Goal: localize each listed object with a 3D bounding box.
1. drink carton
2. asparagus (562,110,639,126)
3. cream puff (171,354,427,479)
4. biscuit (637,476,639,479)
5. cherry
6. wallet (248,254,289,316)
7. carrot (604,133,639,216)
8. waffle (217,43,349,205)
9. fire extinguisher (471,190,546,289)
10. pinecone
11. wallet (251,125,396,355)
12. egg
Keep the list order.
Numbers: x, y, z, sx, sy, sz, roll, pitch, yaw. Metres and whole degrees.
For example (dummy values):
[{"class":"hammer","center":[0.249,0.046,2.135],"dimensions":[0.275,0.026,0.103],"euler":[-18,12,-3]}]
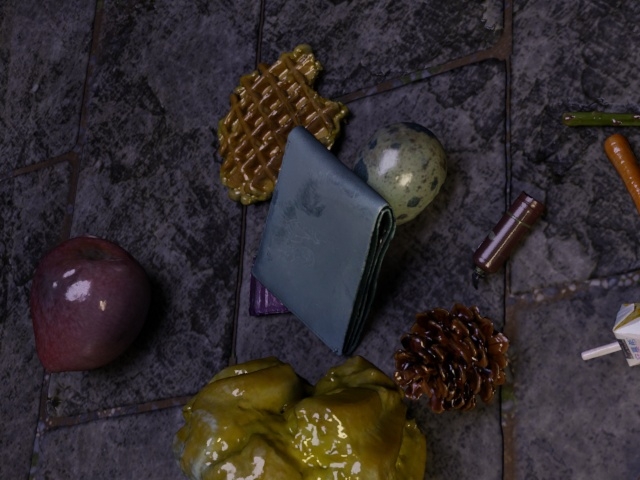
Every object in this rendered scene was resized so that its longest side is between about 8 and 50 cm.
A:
[{"class":"drink carton","center":[0.440,0.119,1.715],"dimensions":[0.200,0.084,0.074],"euler":[-12,31,35]},{"class":"asparagus","center":[0.456,-0.171,1.880],"dimensions":[0.248,0.024,0.025],"euler":[8,118,41]},{"class":"cream puff","center":[-0.015,0.283,1.862],"dimensions":[0.378,0.378,0.276],"euler":[32,91,44]},{"class":"biscuit","center":[0.438,0.430,1.597],"dimensions":[0.301,0.043,0.278],"euler":[-50,49,12]},{"class":"cherry","center":[-0.411,0.120,2.353],"dimensions":[0.239,0.206,0.239],"euler":[21,119,45]},{"class":"wallet","center":[-0.051,0.067,2.182],"dimensions":[0.165,0.030,0.111],"euler":[-10,64,36]},{"class":"carrot","center":[0.443,-0.072,1.836],"dimensions":[0.037,0.037,0.190],"euler":[-33,53,23]},{"class":"waffle","center":[-0.072,-0.200,2.308],"dimensions":[0.281,0.058,0.301],"euler":[-23,56,29]},{"class":"fire extinguisher","center":[0.267,-0.001,1.947],"dimensions":[0.157,0.045,0.078],"euler":[-54,19,7]},{"class":"pinecone","center":[0.178,0.170,1.855],"dimensions":[0.173,0.173,0.174],"euler":[-18,59,33]},{"class":"wallet","center":[0.001,0.000,2.063],"dimensions":[0.251,0.054,0.290],"euler":[44,131,37]},{"class":"egg","center":[0.117,-0.099,2.047],"dimensions":[0.182,0.141,0.141],"euler":[-55,45,21]}]
